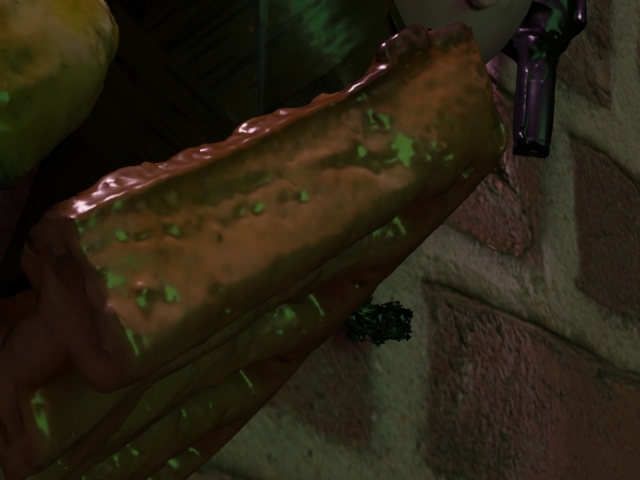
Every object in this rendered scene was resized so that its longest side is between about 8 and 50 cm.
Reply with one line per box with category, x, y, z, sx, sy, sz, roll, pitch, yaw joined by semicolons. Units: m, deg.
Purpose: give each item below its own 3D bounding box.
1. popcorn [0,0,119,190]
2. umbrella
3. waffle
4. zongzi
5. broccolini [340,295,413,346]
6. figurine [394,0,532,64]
popcorn;-0.205;-0.109;0.610;0.321;0.326;0.290;47;65;-45
umbrella;0.195;-0.228;1.322;0.118;0.118;0.340;30;57;-43
waffle;-0.080;0.057;0.704;0.077;0.348;0.304;50;40;10
zongzi;-0.107;-0.134;0.848;0.300;0.138;0.286;-32;113;-19
broccolini;-0.004;0.006;1.052;0.052;0.054;0.194;-47;115;-26
figurine;-0.039;-0.231;0.999;0.394;0.226;0.274;41;77;-28
